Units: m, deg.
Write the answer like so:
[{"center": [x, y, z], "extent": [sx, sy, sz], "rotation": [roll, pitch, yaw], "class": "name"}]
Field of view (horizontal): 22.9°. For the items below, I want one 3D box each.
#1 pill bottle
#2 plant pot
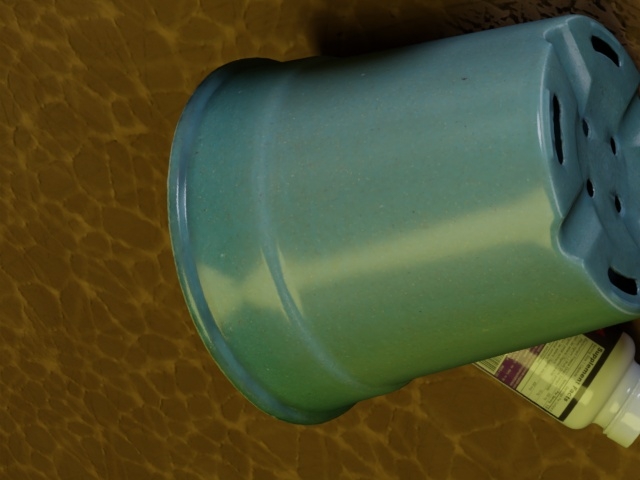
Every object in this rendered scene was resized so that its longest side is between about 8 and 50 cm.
[{"center": [0.235, 0.114, 1.527], "extent": [0.193, 0.108, 0.108], "rotation": [34, 138, 8], "class": "pill bottle"}, {"center": [0.103, -0.033, 1.362], "extent": [0.334, 0.341, 0.341], "rotation": [-14, 116, 33], "class": "plant pot"}]
